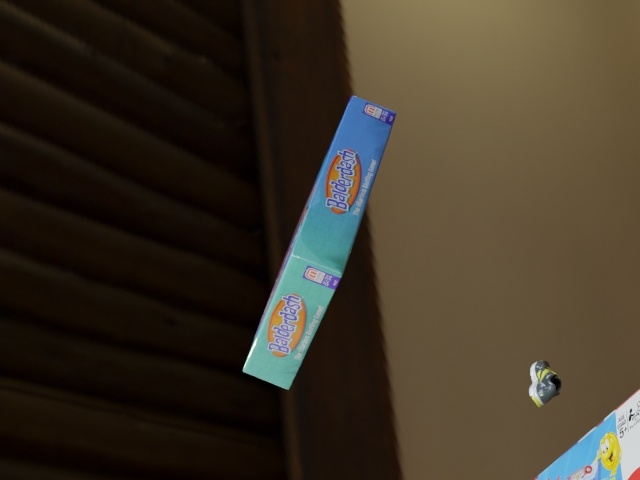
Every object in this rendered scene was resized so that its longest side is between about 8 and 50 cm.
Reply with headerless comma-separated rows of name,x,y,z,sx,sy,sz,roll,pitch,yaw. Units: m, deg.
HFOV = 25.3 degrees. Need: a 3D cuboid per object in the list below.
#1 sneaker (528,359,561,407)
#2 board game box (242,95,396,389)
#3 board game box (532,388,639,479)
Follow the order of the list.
sneaker,0.266,0.165,1.663,0.031,0.035,0.083,57,-157,-19
board game box,0.000,0.000,1.233,0.047,0.160,0.210,22,-135,-3
board game box,0.280,0.250,1.042,0.308,0.302,0.086,19,-133,-19
